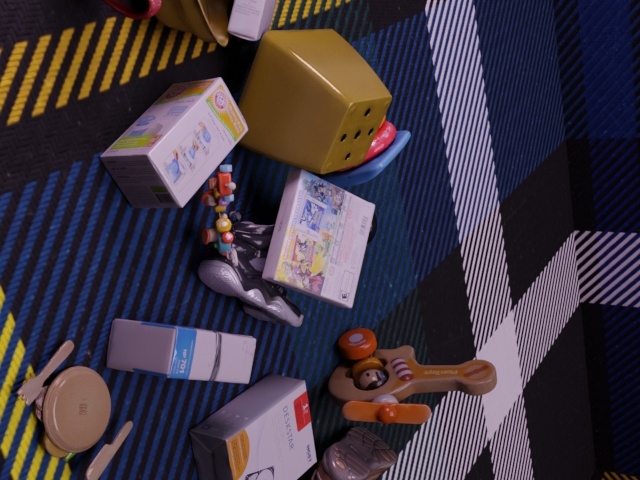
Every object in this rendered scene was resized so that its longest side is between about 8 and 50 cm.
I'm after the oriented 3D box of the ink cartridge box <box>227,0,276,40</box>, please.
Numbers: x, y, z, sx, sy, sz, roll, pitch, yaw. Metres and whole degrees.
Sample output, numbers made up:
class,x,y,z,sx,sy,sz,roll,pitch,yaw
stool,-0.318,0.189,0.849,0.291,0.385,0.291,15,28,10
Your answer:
class,x,y,z,sx,sy,sz,roll,pitch,yaw
ink cartridge box,-0.091,-0.453,1.337,0.189,0.066,0.232,-80,-169,-74

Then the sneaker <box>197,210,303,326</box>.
class,x,y,z,sx,sy,sz,roll,pitch,yaw
sneaker,-0.099,0.053,1.461,0.268,0.101,0.153,40,64,-46

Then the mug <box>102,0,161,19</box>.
class,x,y,z,sx,sy,sz,roll,pitch,yaw
mug,-0.287,-0.386,1.100,0.113,0.169,0.150,13,83,-55

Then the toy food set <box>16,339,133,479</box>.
class,x,y,z,sx,sy,sz,roll,pitch,yaw
toy food set,-0.361,0.248,1.172,0.192,0.038,0.132,64,37,-27

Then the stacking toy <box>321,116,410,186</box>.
class,x,y,z,sx,sy,sz,roll,pitch,yaw
stacking toy,0.033,-0.273,1.612,0.302,0.175,0.166,59,46,-20

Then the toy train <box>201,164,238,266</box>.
class,x,y,z,sx,sy,sz,roll,pitch,yaw
toy train,-0.166,-0.044,1.298,0.046,0.125,0.166,-5,106,-15

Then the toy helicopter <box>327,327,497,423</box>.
class,x,y,z,sx,sy,sz,roll,pitch,yaw
toy helicopter,0.184,0.296,1.668,0.235,0.354,0.140,-61,141,-58

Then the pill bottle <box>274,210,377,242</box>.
class,x,y,z,sx,sy,sz,roll,pitch,yaw
pill bottle,0.018,-0.027,1.606,0.219,0.122,0.123,-7,99,-54

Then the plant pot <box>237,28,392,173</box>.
class,x,y,z,sx,sy,sz,roll,pitch,yaw
plant pot,-0.002,-0.235,1.430,0.212,0.187,0.212,-21,142,-52

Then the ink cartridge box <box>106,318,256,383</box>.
class,x,y,z,sx,sy,sz,roll,pitch,yaw
ink cartridge box,-0.216,0.175,1.273,0.190,0.139,0.082,21,75,-54

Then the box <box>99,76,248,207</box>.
class,x,y,z,sx,sy,sz,roll,pitch,yaw
box,-0.223,-0.153,1.258,0.203,0.114,0.103,-56,132,-36

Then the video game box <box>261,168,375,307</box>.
class,x,y,z,sx,sy,sz,roll,pitch,yaw
video game box,0.000,0.000,1.450,0.187,0.048,0.205,25,72,-38

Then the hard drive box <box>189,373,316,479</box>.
class,x,y,z,sx,sy,sz,roll,pitch,yaw
hard drive box,-0.117,0.378,1.478,0.232,0.089,0.181,-30,117,-50

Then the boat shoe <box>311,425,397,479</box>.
class,x,y,z,sx,sy,sz,roll,pitch,yaw
boat shoe,0.065,0.490,1.745,0.116,0.123,0.324,-54,156,12

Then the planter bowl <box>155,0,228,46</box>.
class,x,y,z,sx,sy,sz,roll,pitch,yaw
planter bowl,-0.217,-0.395,1.238,0.217,0.090,0.217,-13,90,-82
